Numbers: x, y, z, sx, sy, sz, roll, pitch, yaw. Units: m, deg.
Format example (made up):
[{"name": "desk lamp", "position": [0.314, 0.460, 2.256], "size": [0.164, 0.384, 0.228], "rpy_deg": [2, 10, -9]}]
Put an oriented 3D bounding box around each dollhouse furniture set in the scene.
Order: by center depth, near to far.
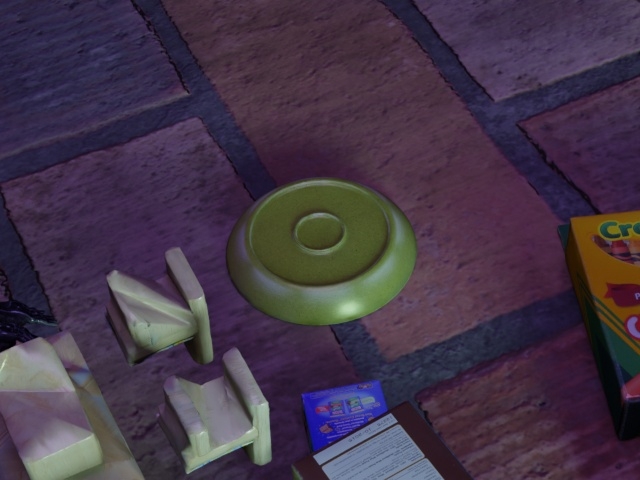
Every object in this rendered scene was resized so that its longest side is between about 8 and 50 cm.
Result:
[{"name": "dollhouse furniture set", "position": [-0.210, 0.276, 1.194], "size": [0.362, 0.256, 0.394], "rpy_deg": [-24, 58, -17]}]

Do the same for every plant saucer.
[{"name": "plant saucer", "position": [0.000, 0.000, 1.599], "size": [0.241, 0.037, 0.241], "rpy_deg": [-2, 48, 2]}]

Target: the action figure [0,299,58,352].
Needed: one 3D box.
[{"name": "action figure", "position": [-0.362, 0.207, 1.353], "size": [0.141, 0.276, 0.164], "rpy_deg": [24, 10, -13]}]

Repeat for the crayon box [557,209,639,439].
[{"name": "crayon box", "position": [0.404, 0.065, 1.483], "size": [0.202, 0.081, 0.319], "rpy_deg": [-7, 48, -2]}]

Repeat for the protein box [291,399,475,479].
[{"name": "protein box", "position": [0.086, 0.303, 1.214], "size": [0.136, 0.200, 0.201], "rpy_deg": [-26, 52, -18]}]

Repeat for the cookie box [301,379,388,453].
[{"name": "cookie box", "position": [0.032, 0.213, 1.404], "size": [0.091, 0.040, 0.107], "rpy_deg": [-10, 48, -5]}]
